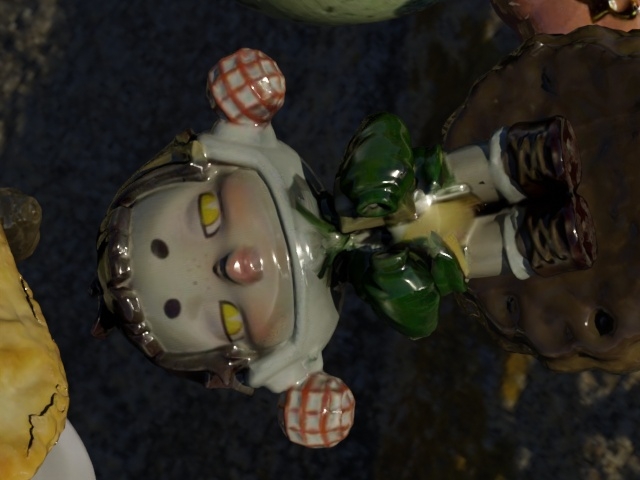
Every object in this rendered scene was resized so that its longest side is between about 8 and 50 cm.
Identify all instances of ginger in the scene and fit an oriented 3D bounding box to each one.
[{"bbox_3d":[-0.377,-0.030,1.267,0.131,0.295,0.086,-21,59,44],"label":"ginger"}]

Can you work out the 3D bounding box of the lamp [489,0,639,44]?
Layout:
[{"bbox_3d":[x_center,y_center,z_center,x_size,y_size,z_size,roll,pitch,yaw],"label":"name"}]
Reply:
[{"bbox_3d":[0.331,-0.321,1.585,0.305,0.239,0.305,0,90,5],"label":"lamp"}]

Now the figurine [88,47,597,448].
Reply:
[{"bbox_3d":[0.000,0.000,1.001,0.370,0.167,0.281,-12,92,19],"label":"figurine"}]

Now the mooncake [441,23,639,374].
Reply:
[{"bbox_3d":[0.257,-0.035,1.291,0.324,0.187,0.324,1,92,34],"label":"mooncake"}]

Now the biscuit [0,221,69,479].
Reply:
[{"bbox_3d":[-0.164,-0.016,0.462,0.247,0.118,0.029,60,142,24],"label":"biscuit"}]

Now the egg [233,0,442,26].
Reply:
[{"bbox_3d":[0.021,-0.325,1.240,0.379,0.287,0.287,19,80,38],"label":"egg"}]

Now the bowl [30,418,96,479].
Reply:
[{"bbox_3d":[-0.282,0.198,1.132,0.144,0.287,0.287,-41,46,17],"label":"bowl"}]
